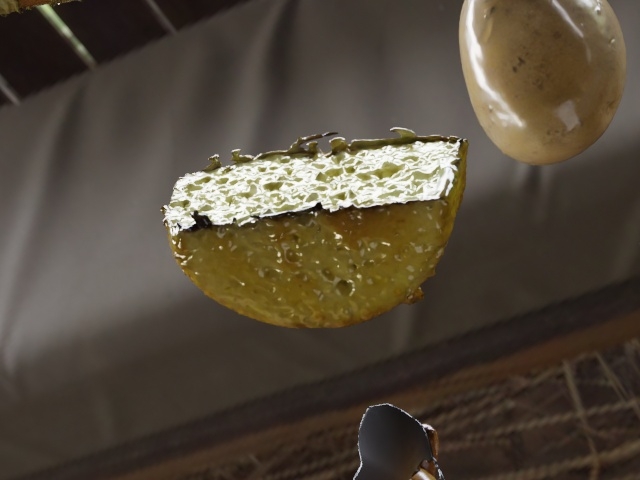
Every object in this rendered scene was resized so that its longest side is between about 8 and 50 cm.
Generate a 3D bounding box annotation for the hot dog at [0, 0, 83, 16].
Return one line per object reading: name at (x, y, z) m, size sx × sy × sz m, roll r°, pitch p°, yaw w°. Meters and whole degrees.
hot dog at (-0.342, -0.257, 1.491) m, size 0.269 × 0.072 × 0.109 m, roll -10°, pitch 9°, yaw -5°

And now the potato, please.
potato at (0.144, -0.124, 0.992) m, size 0.112 × 0.112 × 0.147 m, roll -10°, pitch 85°, yaw 28°

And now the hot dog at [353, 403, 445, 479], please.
hot dog at (0.135, 0.405, 2.065) m, size 0.194 × 0.107 × 0.326 m, roll 9°, pitch 85°, yaw 41°

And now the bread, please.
bread at (0.005, -0.002, 1.250) m, size 0.260 × 0.147 × 0.160 m, roll -7°, pitch 26°, yaw 7°
